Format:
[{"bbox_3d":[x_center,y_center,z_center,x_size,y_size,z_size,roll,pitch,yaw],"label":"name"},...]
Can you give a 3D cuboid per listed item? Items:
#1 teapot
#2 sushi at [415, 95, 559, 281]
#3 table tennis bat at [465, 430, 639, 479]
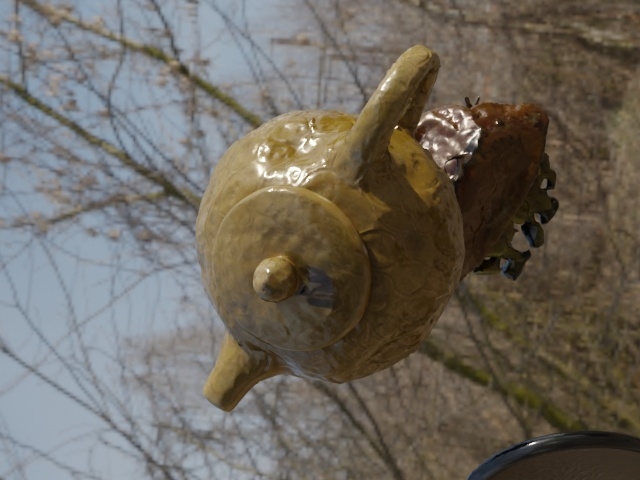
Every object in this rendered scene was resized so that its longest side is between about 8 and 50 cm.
[{"bbox_3d":[0.000,0.000,0.764,0.311,0.203,0.167,-59,-10,23],"label":"teapot"},{"bbox_3d":[0.159,-0.042,1.259,0.179,0.167,0.296,33,-94,-48],"label":"sushi"},{"bbox_3d":[0.224,0.190,0.820,0.150,0.237,0.027,105,163,-48],"label":"table tennis bat"}]
